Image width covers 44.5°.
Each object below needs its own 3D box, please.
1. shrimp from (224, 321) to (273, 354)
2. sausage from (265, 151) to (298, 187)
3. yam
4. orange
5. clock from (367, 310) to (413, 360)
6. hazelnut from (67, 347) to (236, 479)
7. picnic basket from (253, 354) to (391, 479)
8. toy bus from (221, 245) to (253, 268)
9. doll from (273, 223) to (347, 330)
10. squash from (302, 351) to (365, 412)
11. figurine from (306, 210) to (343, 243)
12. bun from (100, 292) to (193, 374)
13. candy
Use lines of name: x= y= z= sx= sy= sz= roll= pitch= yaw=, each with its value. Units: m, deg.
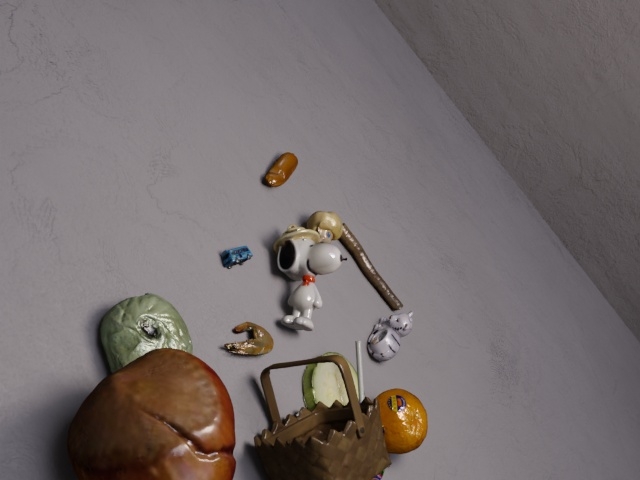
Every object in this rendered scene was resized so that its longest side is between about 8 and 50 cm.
shrimp: x=-0.181 y=0.242 z=1.954 sx=0.162 sy=0.045 sz=0.095 roll=6 pitch=62 yaw=-45
sausage: x=-0.115 y=-0.206 z=2.323 sx=0.062 sy=0.054 sz=0.183 roll=24 pitch=43 yaw=5
yam: x=0.152 y=0.087 z=2.449 sx=0.327 sy=0.045 sz=0.045 roll=53 pitch=6 yaw=-11
orange: x=0.209 y=0.497 z=2.150 sx=0.177 sy=0.155 sz=0.178 roll=21 pitch=53 yaw=-30
clock: x=0.215 y=0.281 z=2.329 sx=0.080 sy=0.117 sz=0.176 roll=49 pitch=39 yaw=-15
hazelnut: x=-0.304 y=0.395 z=1.504 sx=0.372 sy=0.315 sz=0.372 roll=-6 pitch=90 yaw=-74
picnic basket: x=-0.003 y=0.437 z=1.853 sx=0.291 sy=0.254 sz=0.321 roll=-18 pitch=93 yaw=-53
toy bus: x=-0.219 y=0.042 z=2.046 sx=0.083 sy=0.038 sz=0.046 roll=-16 pitch=75 yaw=-54
doll: x=-0.061 y=0.098 z=2.122 sx=0.271 sy=0.208 sz=0.144 roll=-63 pitch=150 yaw=-11
squash: x=0.038 y=0.413 z=2.108 sx=0.219 sy=0.041 sz=0.219 roll=26 pitch=53 yaw=-40
figurine: x=0.000 y=0.000 z=2.279 sx=0.114 sy=0.108 sz=0.196 roll=52 pitch=42 yaw=-40
bun: x=-0.367 y=0.219 z=1.697 sx=0.221 sy=0.108 sz=0.221 roll=29 pitch=46 yaw=-36
candy: x=0.107 y=0.445 z=2.040 sx=0.124 sy=0.124 sz=0.365 roll=6 pitch=76 yaw=-47
